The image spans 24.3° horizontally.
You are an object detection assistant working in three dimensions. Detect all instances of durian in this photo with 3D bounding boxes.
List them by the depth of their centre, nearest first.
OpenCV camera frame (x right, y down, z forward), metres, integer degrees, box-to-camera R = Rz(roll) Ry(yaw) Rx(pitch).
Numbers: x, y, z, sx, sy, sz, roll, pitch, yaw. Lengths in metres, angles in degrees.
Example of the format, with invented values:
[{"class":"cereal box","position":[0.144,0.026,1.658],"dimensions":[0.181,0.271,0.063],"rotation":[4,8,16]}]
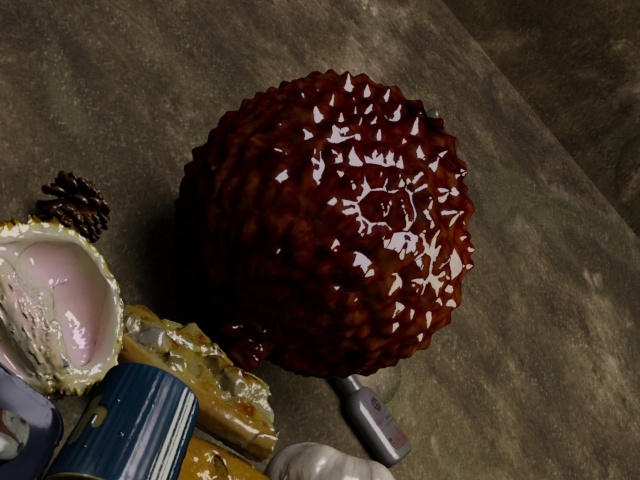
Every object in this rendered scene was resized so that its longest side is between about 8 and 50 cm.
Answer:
[{"class":"durian","position":[-0.333,0.076,1.677],"dimensions":[0.249,0.138,0.183],"rotation":[52,45,-15]}]

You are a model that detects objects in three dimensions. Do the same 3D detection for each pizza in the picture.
[{"class":"pizza","position":[-0.154,0.162,1.819],"dimensions":[0.323,0.089,0.223],"rotation":[33,5,22]}]

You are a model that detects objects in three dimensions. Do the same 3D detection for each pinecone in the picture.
[{"class":"pinecone","position":[-0.315,-0.032,1.888],"dimensions":[0.102,0.102,0.109],"rotation":[38,38,-29]}]

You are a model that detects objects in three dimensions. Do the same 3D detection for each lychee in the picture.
[{"class":"lychee","position":[0.000,0.000,2.037],"dimensions":[0.424,0.425,0.500],"rotation":[41,58,-24]}]

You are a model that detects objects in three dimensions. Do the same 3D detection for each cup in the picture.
[{"class":"cup","position":[-0.214,0.223,1.549],"dimensions":[0.131,0.176,0.155],"rotation":[44,47,-25]}]

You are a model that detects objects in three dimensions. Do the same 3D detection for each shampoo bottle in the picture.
[{"class":"shampoo bottle","position":[0.073,0.260,2.230],"dimensions":[0.165,0.040,0.080],"rotation":[56,28,3]}]

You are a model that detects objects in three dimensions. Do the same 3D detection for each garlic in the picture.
[{"class":"garlic","position":[0.004,0.380,1.901],"dimensions":[0.199,0.199,0.226],"rotation":[27,71,-42]}]

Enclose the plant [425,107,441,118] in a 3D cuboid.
[{"class":"plant","position":[0.041,-0.105,2.458],"dimensions":[0.306,0.297,0.261],"rotation":[48,54,-45]}]

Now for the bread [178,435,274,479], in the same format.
[{"class":"bread","position":[-0.122,0.383,1.651],"dimensions":[0.337,0.148,0.328],"rotation":[34,32,-31]}]

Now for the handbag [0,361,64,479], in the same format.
[{"class":"handbag","position":[-0.430,0.179,1.436],"dimensions":[0.329,0.122,0.303],"rotation":[45,28,-13]}]
